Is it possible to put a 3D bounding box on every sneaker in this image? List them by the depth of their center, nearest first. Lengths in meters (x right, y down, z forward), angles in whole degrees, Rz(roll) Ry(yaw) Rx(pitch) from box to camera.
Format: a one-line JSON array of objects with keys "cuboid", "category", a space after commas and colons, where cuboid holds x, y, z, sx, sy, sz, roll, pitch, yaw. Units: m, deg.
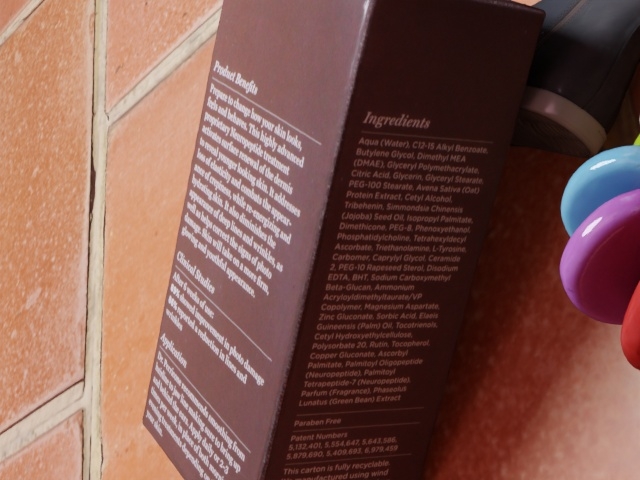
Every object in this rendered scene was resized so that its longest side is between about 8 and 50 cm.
[{"cuboid": [0.147, -0.133, 0.834, 0.118, 0.083, 0.222, -55, 34, -4], "category": "sneaker"}]

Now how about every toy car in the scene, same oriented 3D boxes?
[{"cuboid": [0.192, 0.009, 0.603, 0.182, 0.136, 0.159, -120, 17, -47], "category": "toy car"}]

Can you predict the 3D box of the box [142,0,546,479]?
[{"cuboid": [0.000, 0.000, 0.816, 0.191, 0.143, 0.381, 38, 122, 53], "category": "box"}]
